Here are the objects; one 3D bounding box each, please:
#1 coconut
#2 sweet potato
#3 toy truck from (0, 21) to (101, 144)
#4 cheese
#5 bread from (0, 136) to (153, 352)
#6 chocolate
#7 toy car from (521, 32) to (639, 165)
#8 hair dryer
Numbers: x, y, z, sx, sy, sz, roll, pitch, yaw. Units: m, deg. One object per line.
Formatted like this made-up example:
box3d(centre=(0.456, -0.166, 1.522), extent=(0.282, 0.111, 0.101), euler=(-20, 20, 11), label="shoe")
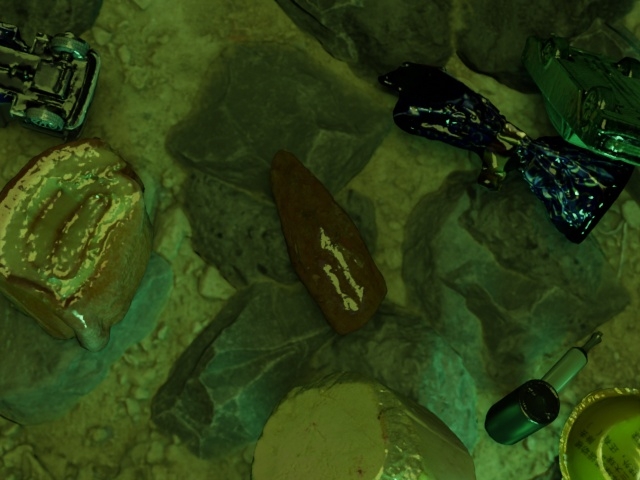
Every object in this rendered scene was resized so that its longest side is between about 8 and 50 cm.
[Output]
box3d(centre=(0.057, 0.283, 1.573), extent=(0.239, 0.244, 0.239), euler=(-17, 55, 27), label="coconut")
box3d(centre=(0.000, 0.000, 1.711), extent=(0.097, 0.097, 0.252), euler=(-25, 74, -9), label="sweet potato")
box3d(centre=(-0.408, -0.205, 1.699), extent=(0.268, 0.155, 0.124), euler=(17, 76, -2), label="toy truck")
box3d(centre=(0.400, 0.242, 1.683), extent=(0.270, 0.069, 0.177), euler=(-42, 83, -15), label="cheese")
box3d(centre=(-0.300, -0.011, 1.673), extent=(0.190, 0.123, 0.244), euler=(23, 75, 3), label="bread")
box3d(centre=(0.221, -0.126, 1.732), extent=(0.343, 0.126, 0.148), euler=(31, 58, 5), label="chocolate")
box3d(centre=(0.346, -0.164, 1.672), extent=(0.141, 0.321, 0.097), euler=(14, 114, -14), label="toy car")
box3d(centre=(0.289, 0.173, 1.696), extent=(0.197, 0.100, 0.057), euler=(-37, 84, -30), label="hair dryer")
